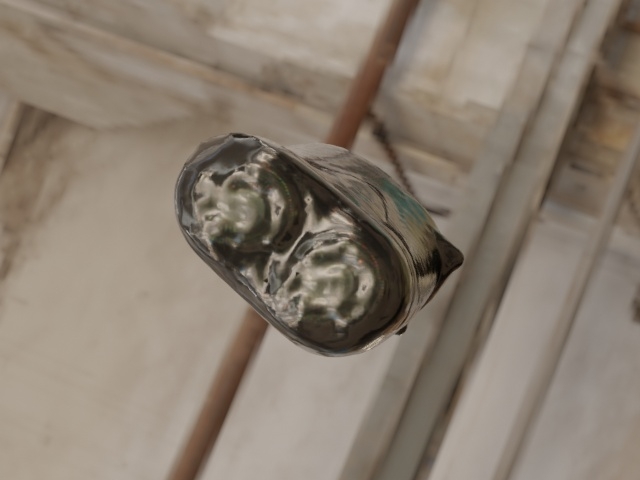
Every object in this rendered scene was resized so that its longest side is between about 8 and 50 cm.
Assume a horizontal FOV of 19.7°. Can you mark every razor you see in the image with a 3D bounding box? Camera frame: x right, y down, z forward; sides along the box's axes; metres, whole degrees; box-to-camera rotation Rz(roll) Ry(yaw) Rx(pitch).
[{"bbox_3d":[0.000,0.000,0.662,0.054,0.090,0.148,-48,-7,10],"label":"razor"}]
